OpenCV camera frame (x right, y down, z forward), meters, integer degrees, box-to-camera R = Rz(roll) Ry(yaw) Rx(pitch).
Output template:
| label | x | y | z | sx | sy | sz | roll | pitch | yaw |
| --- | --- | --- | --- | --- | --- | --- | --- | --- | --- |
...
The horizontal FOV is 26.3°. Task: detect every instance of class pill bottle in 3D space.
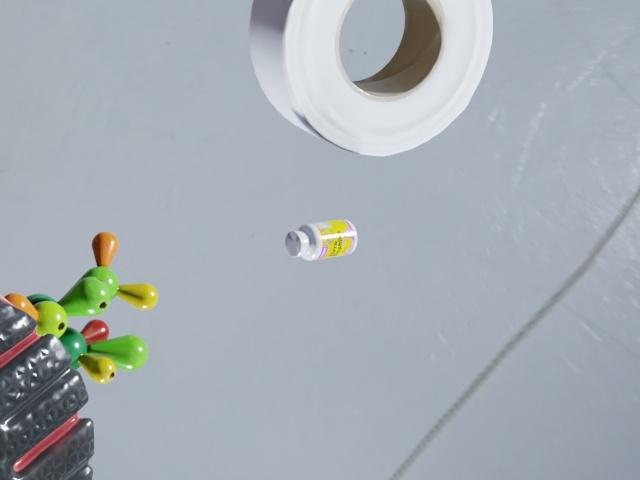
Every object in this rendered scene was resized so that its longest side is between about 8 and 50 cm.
| label | x | y | z | sx | sy | sz | roll | pitch | yaw |
| --- | --- | --- | --- | --- | --- | --- | --- | --- | --- |
| pill bottle | 0.000 | 0.000 | 1.610 | 0.083 | 0.043 | 0.043 | -9 | 100 | -39 |

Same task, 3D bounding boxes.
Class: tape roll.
| label | x | y | z | sx | sy | sz | roll | pitch | yaw |
| --- | --- | --- | --- | --- | --- | --- | --- | --- | --- |
| tape roll | 0.061 | -0.249 | 1.626 | 0.286 | 0.100 | 0.286 | -9 | 112 | -25 |

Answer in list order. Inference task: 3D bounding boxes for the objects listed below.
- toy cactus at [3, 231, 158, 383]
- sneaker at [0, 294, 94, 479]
| label | x | y | z | sx | sy | sz | roll | pitch | yaw |
| --- | --- | --- | --- | --- | --- | --- | --- | --- | --- |
| toy cactus | -0.235 | 0.058 | 1.037 | 0.180 | 0.219 | 0.112 | -26 | 64 | 26 |
| sneaker | -0.207 | 0.038 | 0.618 | 0.116 | 0.136 | 0.314 | -32 | 108 | -37 |
